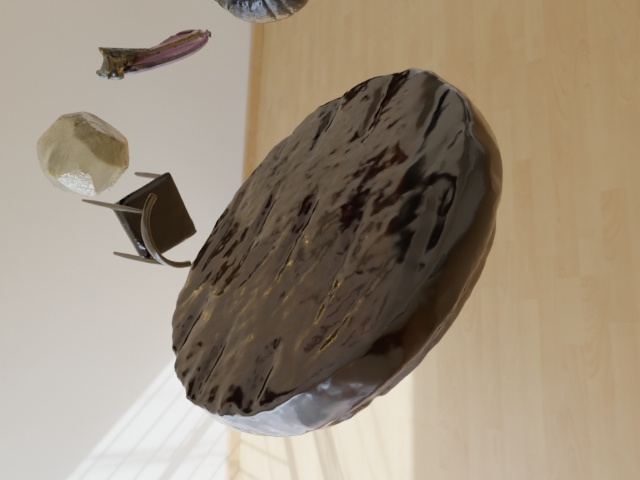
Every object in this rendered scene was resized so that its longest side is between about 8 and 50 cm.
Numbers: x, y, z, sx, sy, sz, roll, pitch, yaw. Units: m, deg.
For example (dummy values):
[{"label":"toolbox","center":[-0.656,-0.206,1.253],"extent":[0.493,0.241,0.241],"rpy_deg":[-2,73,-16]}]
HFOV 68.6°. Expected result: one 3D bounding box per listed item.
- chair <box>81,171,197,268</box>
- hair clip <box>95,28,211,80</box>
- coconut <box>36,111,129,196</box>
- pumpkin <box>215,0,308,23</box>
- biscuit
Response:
[{"label":"chair","center":[-0.388,-0.048,1.092],"extent":[0.272,0.166,0.188],"rpy_deg":[13,132,42]},{"label":"hair clip","center":[-0.464,-0.545,1.351],"extent":[0.110,0.359,0.095],"rpy_deg":[7,121,54]},{"label":"coconut","center":[-0.474,-0.163,0.937],"extent":[0.162,0.161,0.161],"rpy_deg":[-52,42,8]},{"label":"pumpkin","center":[-0.124,-0.542,0.892],"extent":[0.248,0.248,0.247],"rpy_deg":[-16,70,51]},{"label":"biscuit","center":[0.000,0.000,0.495],"extent":[0.407,0.091,0.407],"rpy_deg":[-32,35,26]}]
